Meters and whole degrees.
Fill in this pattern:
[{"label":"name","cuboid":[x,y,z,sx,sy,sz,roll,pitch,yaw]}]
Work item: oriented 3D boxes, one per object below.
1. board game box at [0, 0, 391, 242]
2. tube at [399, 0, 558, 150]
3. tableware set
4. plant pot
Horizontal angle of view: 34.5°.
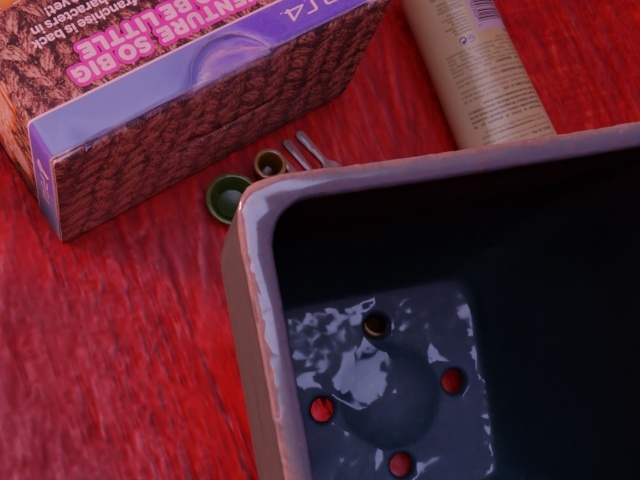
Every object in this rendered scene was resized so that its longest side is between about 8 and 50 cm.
[{"label":"board game box","cuboid":[-0.139,-0.190,0.663,0.232,0.141,0.291,-30,80,-20]},{"label":"tube","cuboid":[0.125,-0.085,0.736,0.070,0.062,0.240,-27,82,25]},{"label":"tableware set","cuboid":[0.000,0.000,0.693,0.104,0.024,0.154,-38,84,-21]},{"label":"plant pot","cuboid":[0.072,0.088,0.546,0.248,0.252,0.247,-10,88,-16]}]
